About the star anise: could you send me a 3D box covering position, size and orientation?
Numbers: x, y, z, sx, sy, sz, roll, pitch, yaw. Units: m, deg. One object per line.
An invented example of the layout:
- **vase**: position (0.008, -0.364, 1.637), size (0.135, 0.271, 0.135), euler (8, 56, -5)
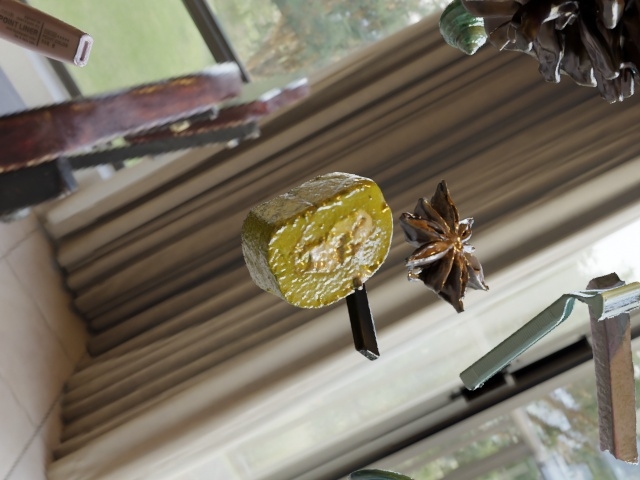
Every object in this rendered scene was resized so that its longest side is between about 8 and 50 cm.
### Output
- **star anise**: position (0.182, 0.012, 1.338), size (0.195, 0.065, 0.182), euler (44, 47, -17)

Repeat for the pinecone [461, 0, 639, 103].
- **pinecone**: position (0.317, -0.315, 0.931), size (0.397, 0.398, 0.397), euler (61, 8, -14)

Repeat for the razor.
- **razor**: position (0.288, 0.124, 1.212), size (0.111, 0.278, 0.056), euler (-9, 68, -46)

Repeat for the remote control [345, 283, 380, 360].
- **remote control**: position (0.066, 0.108, 1.671), size (0.063, 0.025, 0.245), euler (33, 36, -43)

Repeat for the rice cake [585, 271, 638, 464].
- **rice cake**: position (0.555, 0.242, 1.730), size (0.056, 0.073, 0.364), euler (175, -90, -67)

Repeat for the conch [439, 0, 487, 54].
- **conch**: position (0.348, -0.519, 2.140), size (0.122, 0.176, 0.188), euler (37, 54, -3)

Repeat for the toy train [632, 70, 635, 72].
- **toy train**: position (0.446, -0.417, 1.408), size (0.300, 0.265, 0.188), euler (37, 6, -7)

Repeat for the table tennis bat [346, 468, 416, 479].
- **table tennis bat**: position (0.130, 0.391, 1.383), size (0.201, 0.124, 0.033), euler (34, 52, -25)

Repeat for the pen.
- **pen**: position (-0.361, -0.264, 1.127), size (0.197, 0.053, 0.032), euler (24, 12, 27)

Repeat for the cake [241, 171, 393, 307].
- **cake**: position (0.000, 0.000, 1.579), size (0.156, 0.261, 0.179), euler (27, -42, 57)
